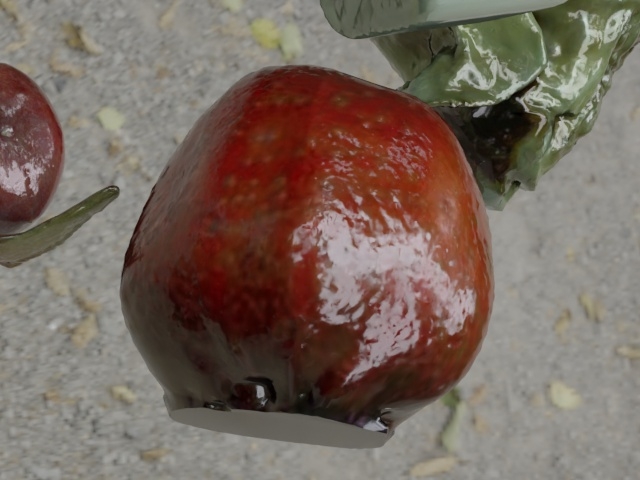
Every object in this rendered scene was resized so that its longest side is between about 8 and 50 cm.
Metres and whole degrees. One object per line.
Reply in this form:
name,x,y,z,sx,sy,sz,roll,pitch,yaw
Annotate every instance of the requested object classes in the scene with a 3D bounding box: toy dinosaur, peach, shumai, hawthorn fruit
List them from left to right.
toy dinosaur,-0.293,-0.076,0.958,0.206,0.327,0.113,37,82,-48
peach,-0.281,-0.070,1.158,0.152,0.152,0.152,10,74,-38
hawthorn fruit,0.000,0.000,0.801,0.215,0.215,0.249,40,44,-26
shumai,0.207,-0.215,1.678,0.395,0.395,0.348,16,78,-36

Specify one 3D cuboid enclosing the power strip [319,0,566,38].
power strip,0.015,-0.254,0.402,0.062,0.091,0.385,-9,96,-19
